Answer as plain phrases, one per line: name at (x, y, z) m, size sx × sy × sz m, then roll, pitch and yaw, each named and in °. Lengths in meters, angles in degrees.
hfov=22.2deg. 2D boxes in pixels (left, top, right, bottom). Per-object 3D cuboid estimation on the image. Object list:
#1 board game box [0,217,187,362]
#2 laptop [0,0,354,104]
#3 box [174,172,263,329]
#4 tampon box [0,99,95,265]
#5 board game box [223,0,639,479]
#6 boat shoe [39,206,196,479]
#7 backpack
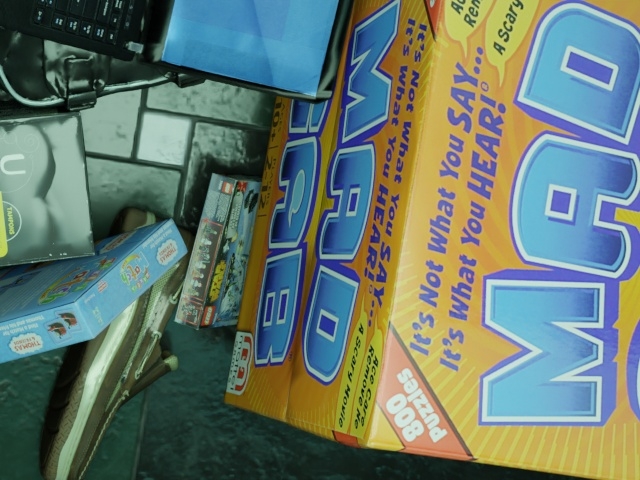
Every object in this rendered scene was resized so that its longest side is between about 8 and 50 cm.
board game box at (-0.235, 0.052, 1.350) m, size 0.212 × 0.160 × 0.039 m, roll -16°, pitch 107°, yaw 31°
laptop at (-0.100, -0.242, 1.191) m, size 0.264 × 0.137 × 0.234 m, roll 11°, pitch 93°, yaw -49°
box at (-0.081, 0.009, 1.452) m, size 0.027 × 0.094 × 0.137 m, roll 18°, pitch 98°, yaw 23°
tampon box at (-0.248, -0.053, 1.375) m, size 0.102 × 0.161 × 0.120 m, roll -6°, pitch 101°, yaw -9°
board game box at (0.165, -0.003, 1.303) m, size 0.357 × 0.356 × 0.356 m, roll 11°, pitch 86°, yaw -19°
boat shoe at (-0.171, 0.104, 1.454) m, size 0.095 × 0.095 × 0.257 m, roll 18°, pitch 97°, yaw -19°
backpack at (-0.184, -0.254, 1.332) m, size 0.225 × 0.191 × 0.253 m, roll -13°, pitch 109°, yaw -12°
